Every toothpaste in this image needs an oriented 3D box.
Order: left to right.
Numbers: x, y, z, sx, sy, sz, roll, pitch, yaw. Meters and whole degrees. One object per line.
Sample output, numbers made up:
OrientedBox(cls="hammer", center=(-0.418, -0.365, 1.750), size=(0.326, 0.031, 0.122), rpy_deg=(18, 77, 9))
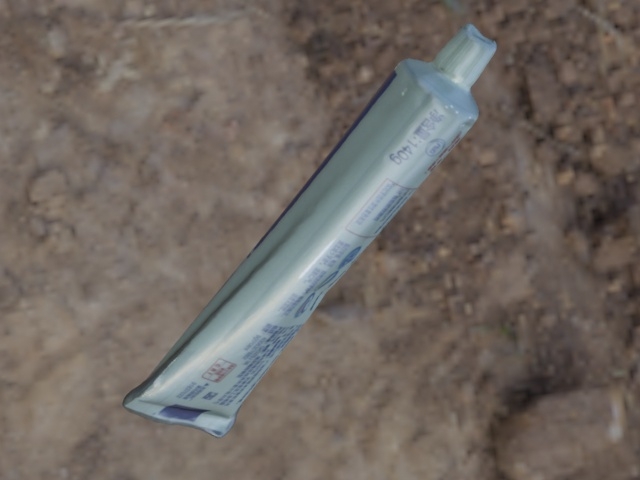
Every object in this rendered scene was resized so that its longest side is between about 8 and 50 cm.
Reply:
OrientedBox(cls="toothpaste", center=(0.000, 0.000, 0.849), size=(0.047, 0.268, 0.069), rpy_deg=(42, 18, 12))
